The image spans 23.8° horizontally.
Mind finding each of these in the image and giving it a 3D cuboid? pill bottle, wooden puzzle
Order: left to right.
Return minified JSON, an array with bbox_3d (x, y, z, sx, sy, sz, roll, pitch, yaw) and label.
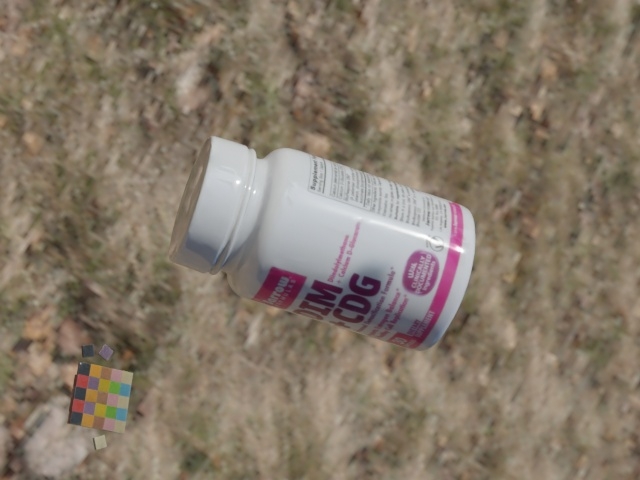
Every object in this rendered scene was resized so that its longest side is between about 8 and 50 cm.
[{"bbox_3d":[-0.174,0.124,1.203,0.049,0.006,0.083,17,74,-35],"label":"wooden puzzle"},{"bbox_3d":[0.000,0.000,1.547,0.160,0.283,0.160,-162,-90,-78],"label":"pill bottle"}]
